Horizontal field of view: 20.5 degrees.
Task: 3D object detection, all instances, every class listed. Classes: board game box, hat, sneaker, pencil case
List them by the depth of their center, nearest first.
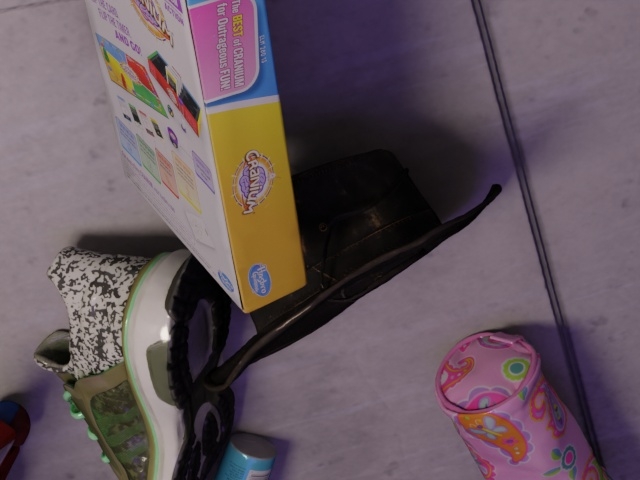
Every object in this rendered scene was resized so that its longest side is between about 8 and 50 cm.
[{"bbox_3d":[-0.112,-0.130,1.461,0.064,0.242,0.316,-24,132,-19],"label":"board game box"},{"bbox_3d":[0.000,0.000,1.622,0.331,0.331,0.134,-35,88,19],"label":"hat"},{"bbox_3d":[-0.194,0.147,1.774,0.182,0.158,0.410,20,132,16],"label":"sneaker"},{"bbox_3d":[0.224,0.218,1.870,0.124,0.124,0.284,-25,128,13],"label":"pencil case"}]

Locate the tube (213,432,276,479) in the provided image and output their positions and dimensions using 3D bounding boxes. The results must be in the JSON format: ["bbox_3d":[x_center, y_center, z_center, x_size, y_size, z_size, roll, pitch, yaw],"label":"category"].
[{"bbox_3d":[-0.103,0.307,1.901,0.080,0.052,0.207,16,110,-13],"label":"tube"}]

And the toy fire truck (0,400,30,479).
[{"bbox_3d":[-0.370,0.282,1.747,0.169,0.302,0.254,33,96,2],"label":"toy fire truck"}]
